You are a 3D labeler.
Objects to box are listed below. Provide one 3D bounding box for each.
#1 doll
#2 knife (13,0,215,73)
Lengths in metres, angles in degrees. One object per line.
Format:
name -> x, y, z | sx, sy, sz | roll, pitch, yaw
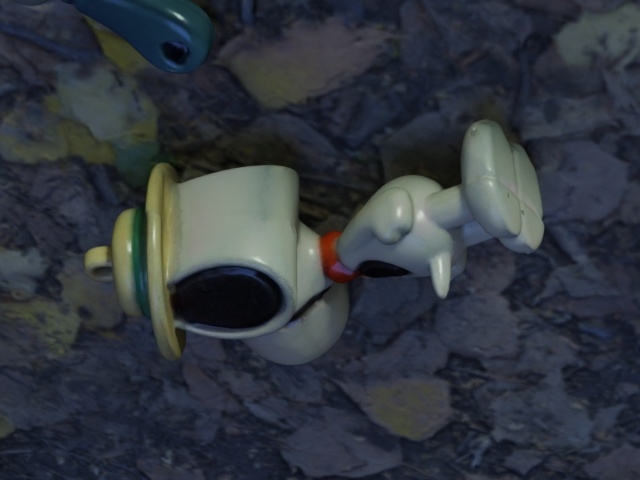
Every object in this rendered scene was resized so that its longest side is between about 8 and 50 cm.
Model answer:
doll -> -0.005, -0.010, 0.989 | 0.208, 0.144, 0.271 | 21, 142, -37
knife -> -0.182, -0.168, 0.939 | 0.244, 0.032, 0.058 | 23, 143, -3
